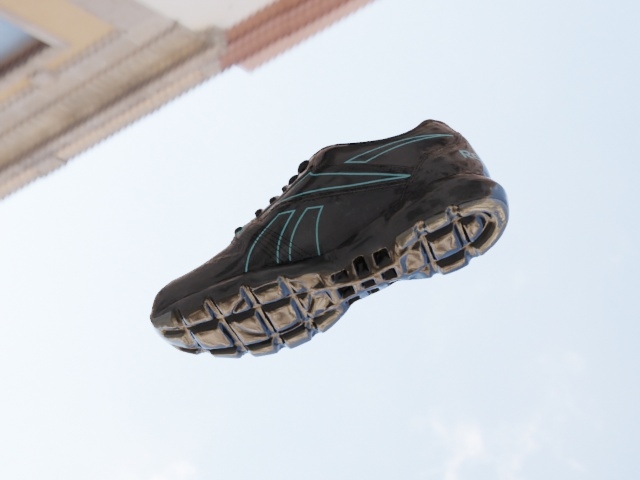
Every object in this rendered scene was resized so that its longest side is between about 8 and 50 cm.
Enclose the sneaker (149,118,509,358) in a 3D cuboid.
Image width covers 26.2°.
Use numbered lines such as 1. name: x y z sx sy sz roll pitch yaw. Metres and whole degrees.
1. sneaker: 0.000 0.000 0.991 0.267 0.101 0.106 -22 -125 2
